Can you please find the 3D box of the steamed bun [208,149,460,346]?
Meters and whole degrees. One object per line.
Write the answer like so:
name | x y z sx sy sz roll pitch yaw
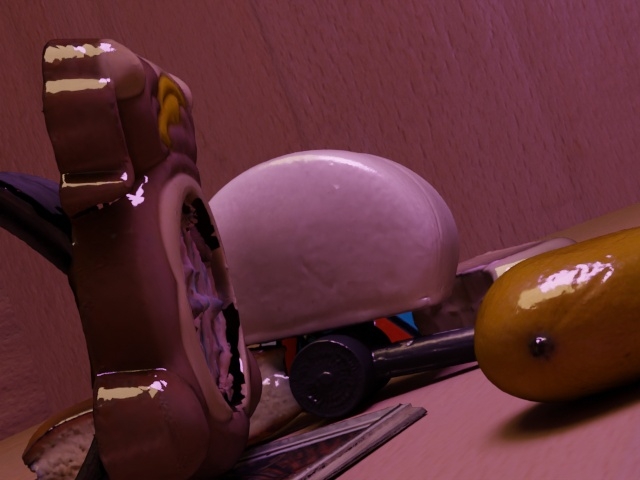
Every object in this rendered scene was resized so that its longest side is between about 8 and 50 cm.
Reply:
steamed bun | 0.000 0.000 1.164 0.241 0.164 0.146 -14 -2 17

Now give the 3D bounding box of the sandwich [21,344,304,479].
sandwich | -0.146 0.170 1.119 0.258 0.094 0.096 -19 3 -20

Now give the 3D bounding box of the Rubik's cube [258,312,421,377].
Rubik's cube | -0.018 0.147 1.358 0.234 0.284 0.250 -47 16 39

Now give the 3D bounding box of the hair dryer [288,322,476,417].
hair dryer | 0.089 0.099 1.108 0.219 0.072 0.124 -14 1 20

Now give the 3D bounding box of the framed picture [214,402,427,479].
framed picture | -0.070 0.177 0.866 0.216 0.016 0.273 -21 -1 30

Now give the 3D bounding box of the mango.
mango | 0.197 0.034 0.764 0.237 0.091 0.137 -21 5 -24

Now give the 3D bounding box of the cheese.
cheese | 0.211 0.041 1.188 0.163 0.082 0.286 -21 0 -34

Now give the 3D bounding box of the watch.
watch | -0.232 0.056 0.881 0.326 0.335 0.314 -12 0 6
